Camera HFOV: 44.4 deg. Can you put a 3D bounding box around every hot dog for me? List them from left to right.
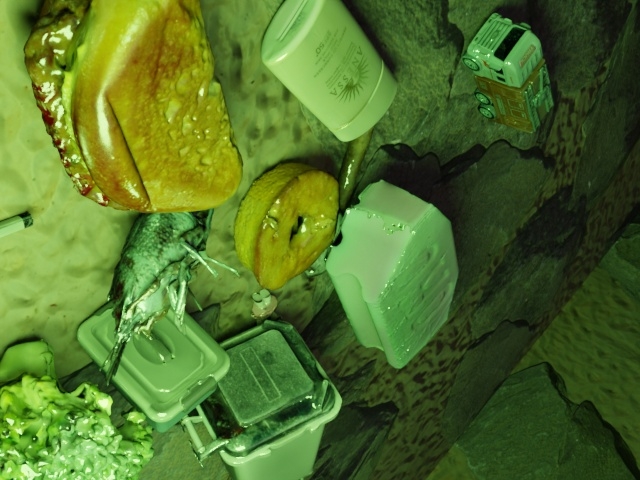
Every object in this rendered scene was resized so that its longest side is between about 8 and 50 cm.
[{"bbox_3d":[-0.250,-0.173,1.027,0.223,0.185,0.405,-43,146,-25],"label":"hot dog"}]

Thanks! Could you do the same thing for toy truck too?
[{"bbox_3d":[0.455,-0.386,1.859,0.136,0.162,0.305,-54,148,-8],"label":"toy truck"}]

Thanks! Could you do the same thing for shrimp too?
[{"bbox_3d":[-0.227,0.049,1.196,0.137,0.172,0.372,38,55,-53],"label":"shrimp"}]

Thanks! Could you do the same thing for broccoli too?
[{"bbox_3d":[-0.421,0.302,1.113,0.324,0.272,0.334,-39,154,-20],"label":"broccoli"}]

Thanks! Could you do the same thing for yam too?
[{"bbox_3d":[0.053,-0.116,1.641,0.045,0.045,0.327,2,119,-27],"label":"yam"}]

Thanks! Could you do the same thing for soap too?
[{"bbox_3d":[0.167,0.069,1.708,0.261,0.156,0.446,-45,147,-16],"label":"soap"}]

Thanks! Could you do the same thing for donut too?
[{"bbox_3d":[-0.059,-0.028,1.487,0.253,0.118,0.253,-33,138,-37],"label":"donut"}]

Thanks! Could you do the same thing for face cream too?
[{"bbox_3d":[0.027,-0.304,1.405,0.173,0.081,0.348,-57,148,-2],"label":"face cream"}]

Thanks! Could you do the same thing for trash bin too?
[{"bbox_3d":[-0.139,0.374,1.598,0.296,0.256,0.368,-25,146,-21],"label":"trash bin"}]

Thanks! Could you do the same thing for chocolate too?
[{"bbox_3d":[0.000,0.000,1.636,0.072,0.072,0.167,-12,123,-50],"label":"chocolate"}]

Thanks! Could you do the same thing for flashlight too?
[{"bbox_3d":[-0.432,-0.016,1.065,0.083,0.018,0.018,-28,136,-41],"label":"flashlight"}]

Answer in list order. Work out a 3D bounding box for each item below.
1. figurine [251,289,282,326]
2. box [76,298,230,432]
[{"bbox_3d":[-0.114,0.163,1.632,0.072,0.054,0.129,-33,139,-24],"label":"figurine"},{"bbox_3d":[-0.271,0.193,1.285,0.162,0.227,0.130,-38,158,-31],"label":"box"}]
